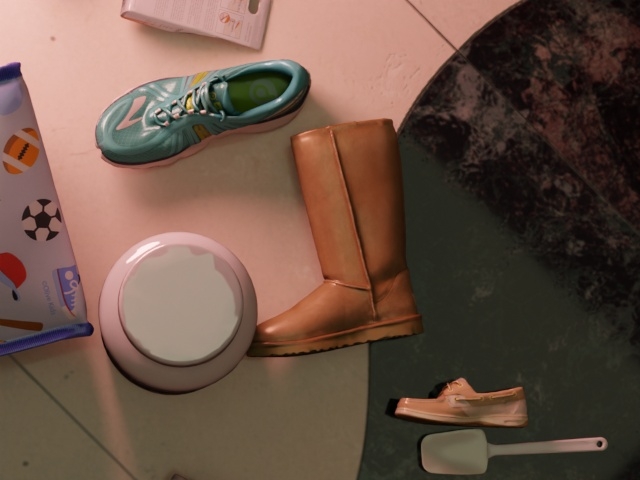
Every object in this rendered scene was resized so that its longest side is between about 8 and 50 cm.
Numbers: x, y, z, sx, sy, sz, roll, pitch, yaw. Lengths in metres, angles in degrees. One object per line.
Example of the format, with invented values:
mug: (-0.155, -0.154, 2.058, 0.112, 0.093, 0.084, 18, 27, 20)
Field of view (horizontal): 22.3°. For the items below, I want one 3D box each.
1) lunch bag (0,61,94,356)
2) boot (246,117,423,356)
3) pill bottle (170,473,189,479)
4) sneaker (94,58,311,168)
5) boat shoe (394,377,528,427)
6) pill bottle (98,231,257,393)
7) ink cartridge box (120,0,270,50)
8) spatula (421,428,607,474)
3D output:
lunch bag: (-0.487, -0.007, 1.825, 0.385, 0.239, 0.327, -17, 97, -11)
boot: (0.000, 0.000, 1.981, 0.236, 0.089, 0.269, -9, 85, -18)
pill bottle: (-0.190, 0.415, 1.877, 0.152, 0.152, 0.272, 30, 81, -3)
sneaker: (-0.144, -0.167, 1.964, 0.275, 0.110, 0.107, -19, 87, -8)
boat shoe: (0.173, 0.199, 1.994, 0.170, 0.063, 0.059, 5, 81, -16)
pill bottle: (-0.162, 0.084, 1.830, 0.176, 0.318, 0.176, 1, 83, -7)
ink cartridge box: (-0.149, -0.326, 2.024, 0.179, 0.045, 0.145, 15, 82, -24)
spatula: (0.246, 0.315, 2.009, 0.242, 0.019, 0.168, -2, 84, -7)
